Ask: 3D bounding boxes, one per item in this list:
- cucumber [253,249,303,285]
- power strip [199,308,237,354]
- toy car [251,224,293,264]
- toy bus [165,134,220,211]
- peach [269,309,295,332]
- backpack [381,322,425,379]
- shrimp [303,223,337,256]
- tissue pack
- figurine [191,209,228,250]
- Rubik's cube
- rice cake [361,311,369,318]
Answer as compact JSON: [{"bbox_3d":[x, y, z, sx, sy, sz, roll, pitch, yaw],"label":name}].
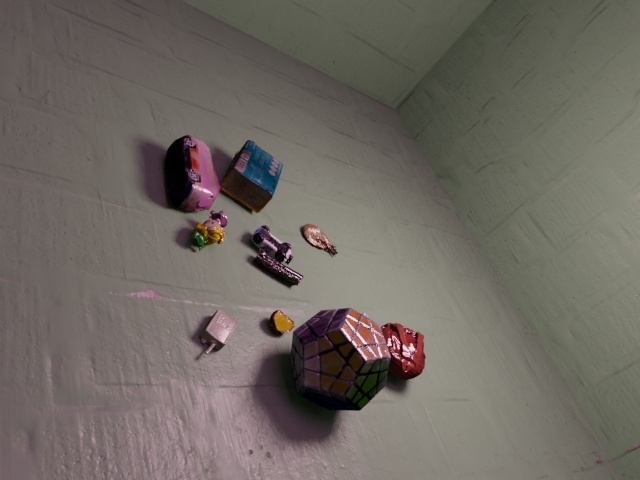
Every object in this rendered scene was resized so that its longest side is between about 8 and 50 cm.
[{"bbox_3d":[-0.150,0.100,1.999,0.187,0.058,0.058,32,32,-18],"label":"cucumber"},{"bbox_3d":[-0.299,0.269,1.623,0.075,0.042,0.175,40,30,-10],"label":"power strip"},{"bbox_3d":[-0.174,0.024,2.048,0.171,0.070,0.080,39,30,-6],"label":"toy car"},{"bbox_3d":[-0.450,-0.231,1.976,0.147,0.127,0.302,21,37,-40],"label":"toy bus"},{"bbox_3d":[-0.128,0.262,1.826,0.083,0.050,0.077,-6,79,-42],"label":"peach"},{"bbox_3d":[0.294,0.408,2.063,0.229,0.139,0.229,34,27,-20],"label":"backpack"},{"bbox_3d":[0.000,0.000,2.316,0.180,0.041,0.099,43,31,-3],"label":"shrimp"},{"bbox_3d":[-0.267,-0.251,2.213,0.192,0.134,0.270,36,31,-16],"label":"tissue pack"},{"bbox_3d":[-0.363,-0.016,1.870,0.156,0.095,0.114,-63,144,-55],"label":"figurine"},{"bbox_3d":[0.056,0.359,1.713,0.319,0.319,0.264,32,57,-20],"label":"Rubik's cube"},{"bbox_3d":[0.127,0.319,2.082,0.033,0.033,0.208,39,30,11],"label":"rice cake"}]
